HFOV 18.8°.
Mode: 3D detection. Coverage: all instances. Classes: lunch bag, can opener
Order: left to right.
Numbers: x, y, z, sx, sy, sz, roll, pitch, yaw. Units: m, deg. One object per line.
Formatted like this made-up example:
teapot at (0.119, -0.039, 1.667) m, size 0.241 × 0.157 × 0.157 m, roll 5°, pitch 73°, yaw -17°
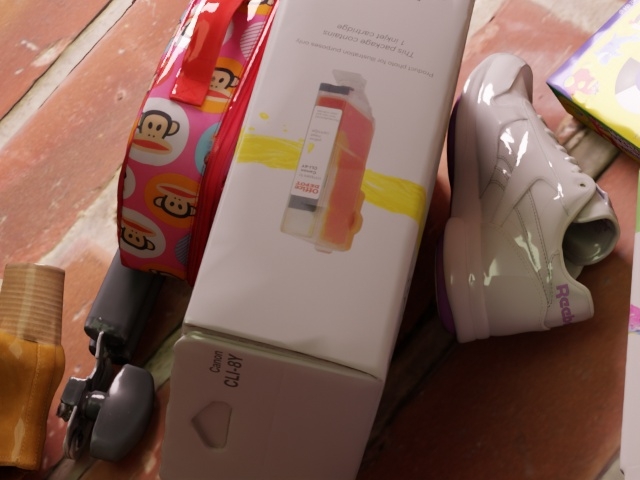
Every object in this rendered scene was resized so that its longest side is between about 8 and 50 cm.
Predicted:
can opener at (-0.183, 0.090, 1.843) m, size 0.093 × 0.074 × 0.280 m, roll 12°, pitch 59°, yaw 5°
lunch bag at (-0.099, -0.130, 1.796) m, size 0.120 × 0.258 × 0.293 m, roll 18°, pitch 52°, yaw 5°

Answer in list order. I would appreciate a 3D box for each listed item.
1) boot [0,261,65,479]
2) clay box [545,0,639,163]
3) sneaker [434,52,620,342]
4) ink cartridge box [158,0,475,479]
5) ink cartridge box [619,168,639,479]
boot at (-0.334, 0.136, 1.891) m, size 0.295 × 0.104 × 0.211 m, roll -9°, pitch 69°, yaw 61°
clay box at (0.305, -0.122, 1.635) m, size 0.127 × 0.053 × 0.222 m, roll -44°, pitch 39°, yaw -2°
sneaker at (0.181, -0.037, 1.644) m, size 0.152 × 0.114 × 0.305 m, roll -3°, pitch 50°, yaw 13°
ink cartridge box at (0.000, 0.000, 1.581) m, size 0.160 × 0.279 × 0.385 m, roll 15°, pitch 58°, yaw 2°
ink cartridge box at (0.333, 0.092, 1.371) m, size 0.207 × 0.119 × 0.353 m, roll -13°, pitch 47°, yaw 29°
